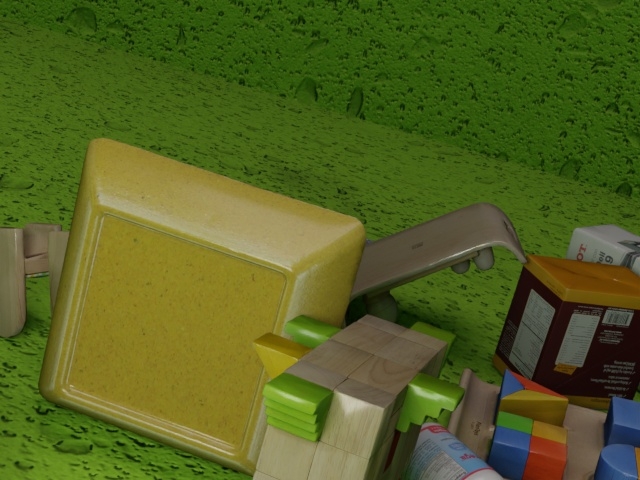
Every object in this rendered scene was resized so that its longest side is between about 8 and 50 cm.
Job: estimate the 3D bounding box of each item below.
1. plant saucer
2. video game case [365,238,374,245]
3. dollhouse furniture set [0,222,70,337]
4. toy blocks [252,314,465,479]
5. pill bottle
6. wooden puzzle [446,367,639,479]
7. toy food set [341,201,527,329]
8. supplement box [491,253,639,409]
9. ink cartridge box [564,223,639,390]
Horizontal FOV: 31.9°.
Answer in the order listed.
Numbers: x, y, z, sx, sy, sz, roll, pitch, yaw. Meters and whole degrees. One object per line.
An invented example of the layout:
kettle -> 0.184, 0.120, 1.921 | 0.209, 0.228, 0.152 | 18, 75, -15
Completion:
plant saucer -> -0.152, 0.092, 1.231 | 0.333, 0.333, 0.081 | 18, 17, 10
video game case -> 0.000, 0.000, 2.105 | 0.201, 0.023, 0.183 | 24, 21, 24
dollhouse furniture set -> -0.177, 0.100, 1.490 | 0.394, 0.256, 0.362 | 3, 6, 40
toy blocks -> 0.018, 0.233, 1.118 | 0.191, 0.261, 0.381 | 19, 12, 15
pill bottle -> 0.160, 0.287, 1.300 | 0.087, 0.087, 0.160 | 0, 24, -37
wooden puzzle -> 0.345, 0.273, 1.496 | 0.348, 0.080, 0.322 | 18, 19, 8
toy food set -> 0.173, 0.047, 1.801 | 0.306, 0.092, 0.220 | -21, 15, 10
supplement box -> 0.399, 0.143, 1.729 | 0.191, 0.194, 0.129 | 7, 21, -22
ink cartridge box -> 0.538, 0.122, 1.879 | 0.121, 0.211, 0.289 | -5, 26, -42
